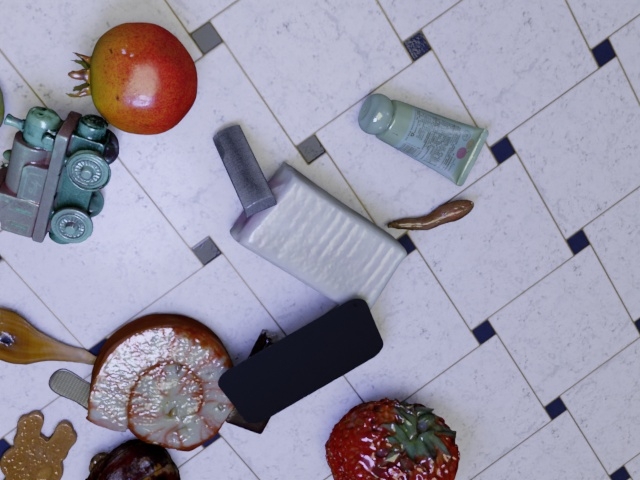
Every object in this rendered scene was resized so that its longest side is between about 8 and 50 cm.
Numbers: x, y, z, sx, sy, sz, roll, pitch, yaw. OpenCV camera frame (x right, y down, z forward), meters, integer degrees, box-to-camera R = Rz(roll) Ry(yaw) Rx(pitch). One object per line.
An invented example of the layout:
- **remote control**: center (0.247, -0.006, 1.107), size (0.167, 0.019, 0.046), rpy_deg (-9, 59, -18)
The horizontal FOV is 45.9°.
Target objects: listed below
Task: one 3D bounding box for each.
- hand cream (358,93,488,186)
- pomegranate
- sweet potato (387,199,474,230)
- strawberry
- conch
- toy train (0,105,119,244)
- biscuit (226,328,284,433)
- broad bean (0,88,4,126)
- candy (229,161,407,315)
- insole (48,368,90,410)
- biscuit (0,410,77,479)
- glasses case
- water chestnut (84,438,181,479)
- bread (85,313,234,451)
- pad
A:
- **hand cream**: center (0.232, -0.240, 1.720), size (0.306, 0.093, 0.147), rpy_deg (21, 102, -20)
- **pomegranate**: center (-0.373, -0.318, 1.498), size (0.257, 0.221, 0.220), rpy_deg (-2, 106, -6)
- **sweet potato**: center (0.263, -0.053, 1.804), size (0.214, 0.050, 0.050), rpy_deg (-17, 109, -2)
- **strawberry**: center (0.163, 0.547, 1.866), size (0.312, 0.267, 0.351), rpy_deg (25, 131, 7)
- **conch**: center (-0.642, 0.224, 1.647), size (0.330, 0.093, 0.109), rpy_deg (24, 81, -21)
- **toy train**: center (-0.536, -0.133, 1.517), size (0.222, 0.150, 0.304), rpy_deg (19, 119, -14)
- **biscuit**: center (-0.137, 0.334, 1.809), size (0.106, 0.070, 0.252), rpy_deg (24, 99, -19)
- **broad bean**: center (-0.700, -0.249, 1.504), size (0.124, 0.082, 0.174), rpy_deg (26, 100, -16)
- **candy**: center (-0.001, 0.002, 1.705), size (0.359, 0.145, 0.208), rpy_deg (34, 96, -20)
- **insole**: center (-0.516, 0.376, 1.766), size (0.253, 0.005, 0.086), rpy_deg (32, 96, -19)
- **biscuit**: center (-0.663, 0.511, 1.756), size (0.144, 0.040, 0.236), rpy_deg (25, 101, -11)
- **glasses case**: center (-0.163, -0.151, 1.606), size (0.071, 0.205, 0.047), rpy_deg (-23, 153, -5)
- **water chestnut**: center (-0.419, 0.573, 1.734), size (0.224, 0.238, 0.223), rpy_deg (-35, 150, -24)
- **bread**: center (-0.349, 0.321, 1.725), size (0.328, 0.114, 0.295), rpy_deg (27, 93, -21)
- **pad**: center (-0.038, 0.284, 1.761), size (0.375, 0.063, 0.315), rpy_deg (-28, 136, -5)
